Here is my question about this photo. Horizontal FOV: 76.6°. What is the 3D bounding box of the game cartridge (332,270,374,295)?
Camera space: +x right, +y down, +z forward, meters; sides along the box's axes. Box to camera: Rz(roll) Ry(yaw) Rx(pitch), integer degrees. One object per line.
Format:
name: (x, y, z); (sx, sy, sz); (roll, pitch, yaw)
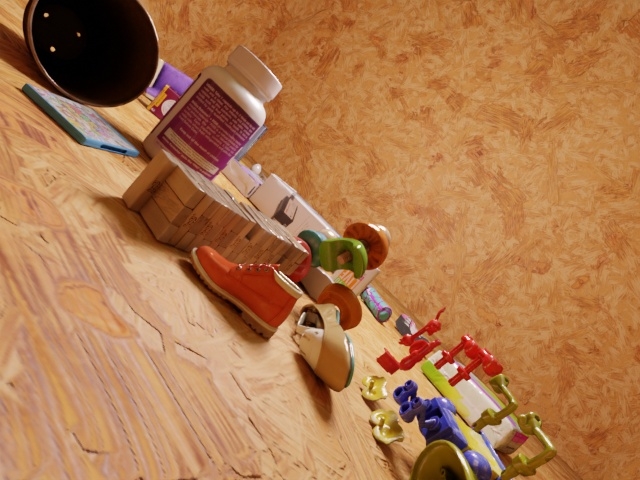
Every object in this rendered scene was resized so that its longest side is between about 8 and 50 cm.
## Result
game cartridge: (0.110, 0.136, 1.632); (0.196, 0.060, 0.294); (50, 8, 31)

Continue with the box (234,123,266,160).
box: (-0.351, -0.417, 1.589); (0.183, 0.233, 0.059); (43, 2, -6)

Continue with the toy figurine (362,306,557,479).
toy figurine: (0.213, 0.277, 0.545); (0.217, 0.191, 0.362); (47, 5, -10)

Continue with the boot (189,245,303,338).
boot: (-0.098, 0.048, 0.544); (0.158, 0.085, 0.059); (41, 7, -5)

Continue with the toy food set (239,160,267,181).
toy food set: (-0.381, -0.385, 1.891); (0.306, 0.092, 0.220); (41, 5, -24)

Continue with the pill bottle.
pill bottle: (-0.230, -0.269, 0.895); (0.169, 0.301, 0.169); (43, 5, -5)

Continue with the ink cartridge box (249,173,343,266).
ink cartridge box: (-0.072, -0.065, 1.422); (0.307, 0.129, 0.223); (46, 6, 25)

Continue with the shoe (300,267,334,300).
shoe: (-0.022, 0.080, 0.973); (0.178, 0.063, 0.081); (40, 9, 13)

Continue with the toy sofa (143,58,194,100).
toy sofa: (-0.523, -0.571, 1.656); (0.362, 0.150, 0.177); (29, 11, -24)

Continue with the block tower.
block tower: (-0.145, -0.016, 0.665); (0.097, 0.091, 0.335); (45, 6, 31)

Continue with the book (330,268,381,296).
book: (0.092, 0.109, 1.168); (0.096, 0.144, 0.035); (46, 6, 32)

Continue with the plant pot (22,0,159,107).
plant pot: (-0.467, -0.391, 0.780); (0.230, 0.215, 0.215); (30, -4, 36)

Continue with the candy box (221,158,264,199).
candy box: (-0.254, -0.204, 1.503); (0.165, 0.070, 0.196); (45, 6, 24)

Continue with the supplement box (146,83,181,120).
supplement box: (-0.482, -0.428, 1.393); (0.188, 0.104, 0.081); (41, 6, -26)

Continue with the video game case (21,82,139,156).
video game case: (-0.387, -0.193, 0.674); (0.119, 0.015, 0.166); (43, 5, -2)

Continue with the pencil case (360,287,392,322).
pencil case: (0.202, 0.232, 1.471); (0.070, 0.064, 0.152); (59, -3, -28)

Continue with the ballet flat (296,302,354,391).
ballet flat: (-0.002, 0.152, 0.609); (0.073, 0.080, 0.232); (14, 6, -6)

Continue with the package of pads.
package of pads: (0.464, 0.483, 1.218); (0.229, 0.101, 0.296); (38, 8, -44)

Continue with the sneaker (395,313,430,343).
sneaker: (0.362, 0.376, 1.602); (0.178, 0.072, 0.077); (55, -2, 29)

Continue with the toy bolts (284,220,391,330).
toy bolts: (0.037, 0.053, 0.869); (0.228, 0.218, 0.158); (15, 27, 36)
